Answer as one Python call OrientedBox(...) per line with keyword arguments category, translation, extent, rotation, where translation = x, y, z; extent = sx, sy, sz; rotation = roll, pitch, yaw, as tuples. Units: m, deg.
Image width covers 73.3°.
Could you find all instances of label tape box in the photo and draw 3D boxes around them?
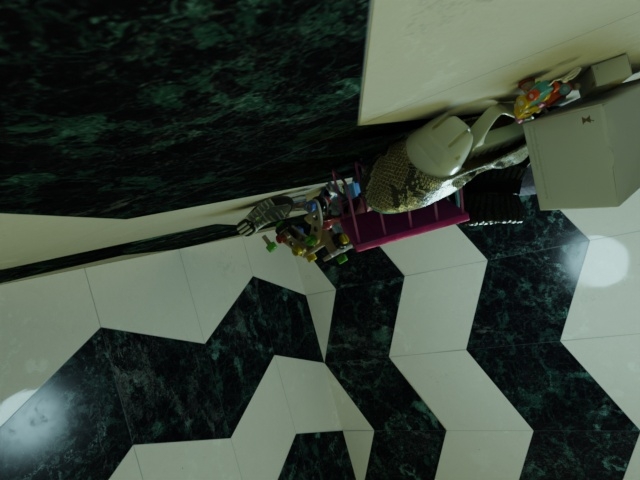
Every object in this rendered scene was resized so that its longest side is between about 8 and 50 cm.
OrientedBox(category="label tape box", translation=(0.137, -0.098, 1.756), extent=(0.115, 0.249, 0.348), rotation=(-15, 180, -19))

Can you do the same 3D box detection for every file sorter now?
OrientedBox(category="file sorter", translation=(0.192, -0.125, 1.106), extent=(0.291, 0.182, 0.202), rotation=(-16, -157, -3))

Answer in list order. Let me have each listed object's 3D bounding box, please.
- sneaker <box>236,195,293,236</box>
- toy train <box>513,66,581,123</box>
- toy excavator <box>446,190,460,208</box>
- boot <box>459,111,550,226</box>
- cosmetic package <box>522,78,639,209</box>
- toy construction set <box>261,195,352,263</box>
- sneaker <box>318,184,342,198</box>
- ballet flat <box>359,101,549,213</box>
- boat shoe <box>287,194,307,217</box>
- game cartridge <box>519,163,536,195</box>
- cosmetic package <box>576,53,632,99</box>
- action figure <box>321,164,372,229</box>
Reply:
OrientedBox(category="sneaker", translation=(-0.186, -0.109, 1.503), extent=(0.229, 0.086, 0.132), rotation=(-27, -160, 19))
OrientedBox(category="toy train", translation=(0.406, -0.273, 0.778), extent=(0.125, 0.046, 0.166), rotation=(-32, 168, 22))
OrientedBox(category="toy excavator", translation=(0.678, -0.232, 1.802), extent=(0.223, 0.432, 0.445), rotation=(-15, -148, 7))
OrientedBox(category="boot", translation=(0.523, -0.175, 1.128), extent=(0.348, 0.260, 0.131), rotation=(-9, 173, 7))
OrientedBox(category="cosmetic package", translation=(0.605, -0.214, 0.910), extent=(0.366, 0.196, 0.155), rotation=(-25, -166, -32))
OrientedBox(category="toy construction set", translation=(0.000, 0.000, 1.546), extent=(0.257, 0.237, 0.309), rotation=(-40, 172, 15))
OrientedBox(category="sneaker", translation=(0.023, -0.171, 1.578), extent=(0.059, 0.053, 0.144), rotation=(-9, 172, -31))
OrientedBox(category="ballet flat", translation=(0.299, -0.203, 0.894), extent=(0.483, 0.164, 0.182), rotation=(-22, 162, -26))
OrientedBox(category="boat shoe", translation=(-0.137, -0.118, 1.628), extent=(0.183, 0.066, 0.066), rotation=(-15, 180, 1))
OrientedBox(category="game cartridge", translation=(0.879, -0.313, 1.619), extent=(0.355, 0.068, 0.230), rotation=(-46, 180, -1))
OrientedBox(category="cosmetic package", translation=(0.532, -0.305, 0.811), extent=(0.060, 0.041, 0.115), rotation=(-14, -179, 21))
OrientedBox(category="action figure", translation=(0.171, -0.108, 1.353), extent=(0.370, 0.275, 0.248), rotation=(-29, -171, -9))
